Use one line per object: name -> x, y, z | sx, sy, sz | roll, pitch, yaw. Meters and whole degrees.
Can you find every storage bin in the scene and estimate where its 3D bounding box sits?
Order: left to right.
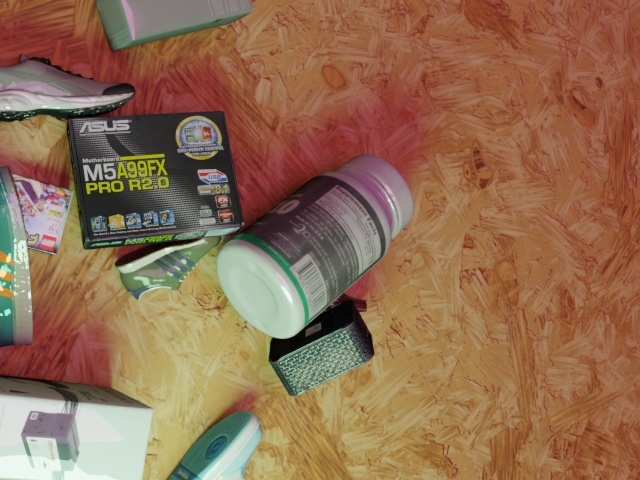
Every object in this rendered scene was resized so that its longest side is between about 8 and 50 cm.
storage bin -> 0.001, 0.200, 1.640 | 0.180, 0.122, 0.084 | -28, 106, 8

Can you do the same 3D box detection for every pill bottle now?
pill bottle -> 0.000, 0.000, 1.614 | 0.361, 0.204, 0.204 | -39, 109, -34

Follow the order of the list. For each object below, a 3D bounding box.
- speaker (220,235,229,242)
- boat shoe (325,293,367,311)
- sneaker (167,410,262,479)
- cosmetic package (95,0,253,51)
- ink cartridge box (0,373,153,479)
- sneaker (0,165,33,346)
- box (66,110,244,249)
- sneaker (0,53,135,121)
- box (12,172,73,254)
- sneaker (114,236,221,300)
speaker -> -0.215, -0.058, 1.587 | 0.136, 0.055, 0.055 | 47, 69, -21
boat shoe -> 0.016, 0.106, 1.716 | 0.178, 0.064, 0.060 | 13, 78, -25
sneaker -> -0.172, 0.480, 1.583 | 0.208, 0.127, 0.319 | 44, 80, -21
cosmetic package -> -0.254, -0.409, 1.519 | 0.238, 0.127, 0.107 | -24, 103, -26
ink cartridge box -> -0.447, 0.289, 1.362 | 0.307, 0.223, 0.129 | 13, 84, -29
sneaker -> -0.516, 0.034, 1.357 | 0.121, 0.108, 0.302 | -5, 112, -20
box -> -0.281, -0.106, 1.492 | 0.270, 0.060, 0.216 | -6, 77, -21
sneaker -> -0.436, -0.254, 1.435 | 0.271, 0.100, 0.108 | -4, 88, -30
box -> -0.519, -0.055, 1.423 | 0.207, 0.036, 0.114 | 16, 83, -29
sneaker -> -0.260, 0.045, 1.552 | 0.192, 0.064, 0.086 | -21, 113, -15
